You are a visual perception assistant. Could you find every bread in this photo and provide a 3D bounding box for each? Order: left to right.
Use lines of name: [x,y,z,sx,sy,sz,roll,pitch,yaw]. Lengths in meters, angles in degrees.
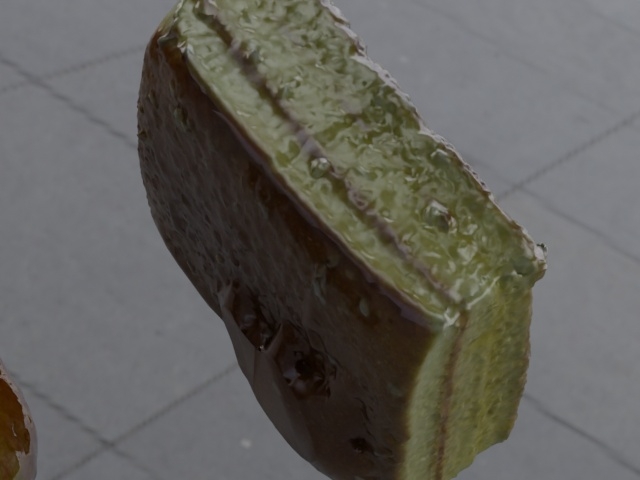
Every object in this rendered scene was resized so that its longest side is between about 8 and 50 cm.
bread: [0.000,0.000,0.839,0.110,0.184,0.234,-28,61,-20]

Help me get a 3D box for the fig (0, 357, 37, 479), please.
fig: [-0.231,0.084,0.759,0.202,0.149,0.148,-5,20,-1]
